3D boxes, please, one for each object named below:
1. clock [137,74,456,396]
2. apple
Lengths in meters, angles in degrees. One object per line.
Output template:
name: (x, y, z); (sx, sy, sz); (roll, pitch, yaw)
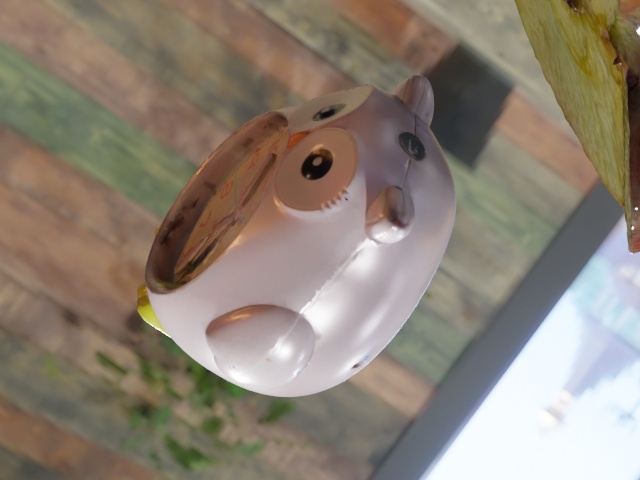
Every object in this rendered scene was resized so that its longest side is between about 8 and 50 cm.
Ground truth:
clock: (0.000, 0.000, 2.106); (0.250, 0.377, 0.368); (37, -140, -21)
apple: (0.212, -0.191, 1.279); (0.295, 0.328, 0.365); (22, -161, -18)
